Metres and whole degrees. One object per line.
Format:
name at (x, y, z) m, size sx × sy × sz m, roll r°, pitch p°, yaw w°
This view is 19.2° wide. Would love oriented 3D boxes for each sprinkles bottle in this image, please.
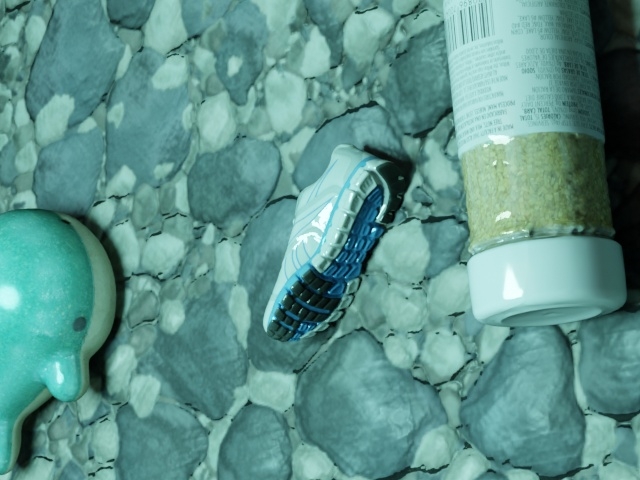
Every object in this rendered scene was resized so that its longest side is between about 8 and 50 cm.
sprinkles bottle at (0.163, -0.114, 1.497) m, size 0.121 × 0.121 × 0.355 m, roll -15°, pitch 74°, yaw 40°

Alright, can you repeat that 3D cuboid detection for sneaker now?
sneaker at (0.000, 0.000, 1.674) m, size 0.083 × 0.071 × 0.191 m, roll 40°, pitch 102°, yaw 45°

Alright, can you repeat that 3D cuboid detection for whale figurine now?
whale figurine at (-0.317, 0.098, 1.889) m, size 0.216 × 0.141 × 0.272 m, roll 38°, pitch 110°, yaw 38°
